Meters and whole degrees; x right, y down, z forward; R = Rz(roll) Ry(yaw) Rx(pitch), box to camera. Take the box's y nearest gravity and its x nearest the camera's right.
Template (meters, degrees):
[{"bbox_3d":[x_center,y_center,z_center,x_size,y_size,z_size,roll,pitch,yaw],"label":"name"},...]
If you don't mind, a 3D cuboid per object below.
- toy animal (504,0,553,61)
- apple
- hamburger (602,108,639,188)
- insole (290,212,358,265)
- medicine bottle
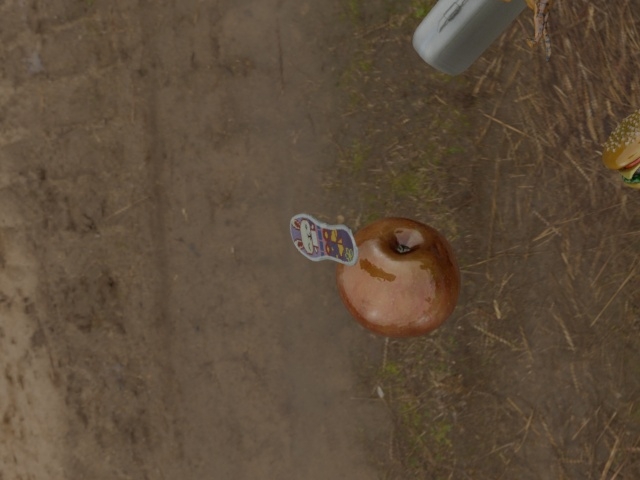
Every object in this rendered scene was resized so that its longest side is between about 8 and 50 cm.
[{"bbox_3d":[0.418,-0.476,1.254,0.116,0.255,0.114,-27,33,-3],"label":"toy animal"},{"bbox_3d":[0.124,0.051,0.994,0.201,0.201,0.162,42,151,24],"label":"apple"},{"bbox_3d":[0.611,-0.176,1.200,0.115,0.162,0.162,36,118,-10],"label":"hamburger"},{"bbox_3d":[0.000,0.000,0.840,0.197,0.004,0.065,16,116,63],"label":"insole"},{"bbox_3d":[0.432,-0.631,1.761,0.375,0.282,0.123,-47,64,24],"label":"medicine bottle"}]
